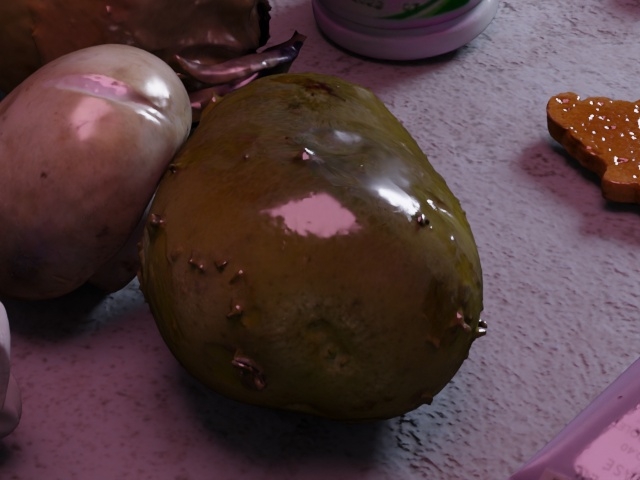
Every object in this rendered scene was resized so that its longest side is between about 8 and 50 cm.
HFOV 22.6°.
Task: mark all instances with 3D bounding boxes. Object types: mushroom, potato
[{"bbox_3d":[-0.204,-0.059,1.366,0.184,0.255,0.255,38,40,-8],"label":"mushroom"},{"bbox_3d":[-0.018,-0.007,1.276,0.270,0.219,0.359,10,30,-18],"label":"potato"}]

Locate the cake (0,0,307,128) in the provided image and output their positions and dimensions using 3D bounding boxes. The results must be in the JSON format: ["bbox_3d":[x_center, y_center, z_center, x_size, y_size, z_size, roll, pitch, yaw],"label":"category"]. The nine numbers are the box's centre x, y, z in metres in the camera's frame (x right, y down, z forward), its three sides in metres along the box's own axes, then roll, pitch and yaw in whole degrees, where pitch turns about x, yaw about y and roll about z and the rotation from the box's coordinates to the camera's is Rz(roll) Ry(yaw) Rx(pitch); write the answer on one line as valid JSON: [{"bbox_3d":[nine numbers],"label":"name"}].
[{"bbox_3d":[-0.178,-0.239,1.582,0.321,0.332,0.332,36,36,-14],"label":"cake"}]

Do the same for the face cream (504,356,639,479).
[{"bbox_3d":[0.264,0.141,1.202,0.154,0.096,0.274,29,59,29],"label":"face cream"}]

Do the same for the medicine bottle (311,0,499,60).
[{"bbox_3d":[0.080,-0.370,1.654,0.212,0.325,0.212,-3,45,3],"label":"medicine bottle"}]

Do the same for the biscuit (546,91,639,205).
[{"bbox_3d":[0.337,-0.078,1.518,0.280,0.043,0.183,27,48,25],"label":"biscuit"}]

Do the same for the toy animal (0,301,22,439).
[{"bbox_3d":[-0.377,0.085,1.196,0.272,0.206,0.265,-4,25,-31],"label":"toy animal"}]
